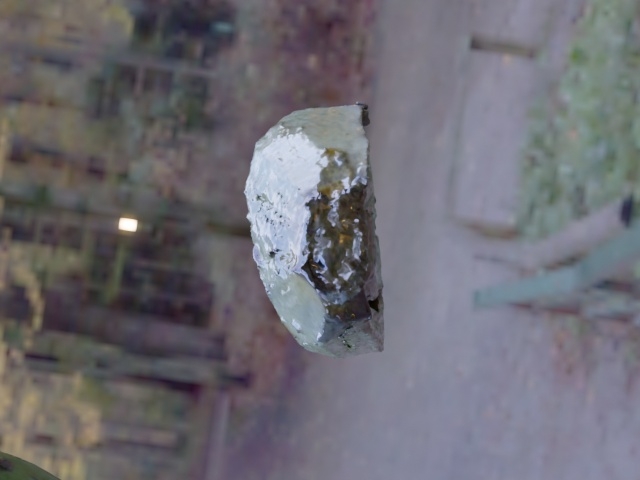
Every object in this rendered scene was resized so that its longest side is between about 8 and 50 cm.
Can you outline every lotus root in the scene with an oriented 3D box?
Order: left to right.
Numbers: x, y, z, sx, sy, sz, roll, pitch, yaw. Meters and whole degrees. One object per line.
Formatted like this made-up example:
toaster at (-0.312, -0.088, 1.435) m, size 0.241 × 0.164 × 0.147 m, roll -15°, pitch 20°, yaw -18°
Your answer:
lotus root at (-0.004, -0.001, 1.046) m, size 0.144 × 0.070 × 0.143 m, roll -62°, pitch -33°, yaw -85°

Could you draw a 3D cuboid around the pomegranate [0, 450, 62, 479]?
pomegranate at (-0.150, 0.153, 0.731) m, size 0.248 × 0.202 × 0.202 m, roll -116°, pitch 31°, yaw -53°
